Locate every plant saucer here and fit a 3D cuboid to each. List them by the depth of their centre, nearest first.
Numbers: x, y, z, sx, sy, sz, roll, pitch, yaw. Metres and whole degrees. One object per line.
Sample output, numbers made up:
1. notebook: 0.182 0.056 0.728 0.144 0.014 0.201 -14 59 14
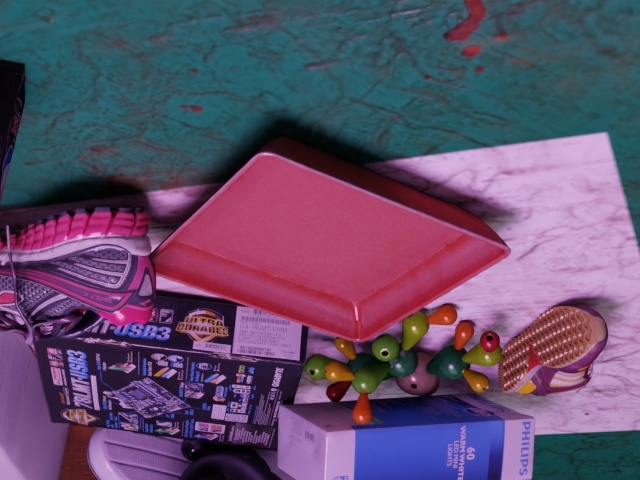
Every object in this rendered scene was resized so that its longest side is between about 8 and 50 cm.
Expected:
1. plant saucer: 0.000 0.000 1.110 0.259 0.048 0.258 20 147 -24

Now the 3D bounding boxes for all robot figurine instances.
1. robot figurine: -0.080 0.345 1.544 0.173 0.209 0.278 -12 173 29

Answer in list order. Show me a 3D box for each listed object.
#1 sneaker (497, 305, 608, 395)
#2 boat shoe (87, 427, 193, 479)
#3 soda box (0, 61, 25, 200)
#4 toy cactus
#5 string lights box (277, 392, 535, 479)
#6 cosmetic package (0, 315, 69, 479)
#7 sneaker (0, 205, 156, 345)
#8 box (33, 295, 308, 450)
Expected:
1. sneaker: 0.263 0.118 1.259 0.083 0.070 0.185 7 158 -20
2. boat shoe: -0.215 0.341 1.651 0.119 0.121 0.335 -20 144 30
3. soda box: -0.275 -0.060 0.930 0.060 0.169 0.053 11 152 -8
4. toy cactus: 0.101 0.145 1.306 0.219 0.112 0.180 -17 157 13
5. string lights box: 0.096 0.226 1.339 0.259 0.077 0.133 1 -175 -24
6. cosmetic package: -0.455 0.208 1.444 0.217 0.156 0.385 1 149 4
7. sneaker: -0.286 0.049 1.143 0.299 0.112 0.121 -15 173 34
8. box: -0.175 0.154 1.385 0.293 0.073 0.295 8 151 -3
